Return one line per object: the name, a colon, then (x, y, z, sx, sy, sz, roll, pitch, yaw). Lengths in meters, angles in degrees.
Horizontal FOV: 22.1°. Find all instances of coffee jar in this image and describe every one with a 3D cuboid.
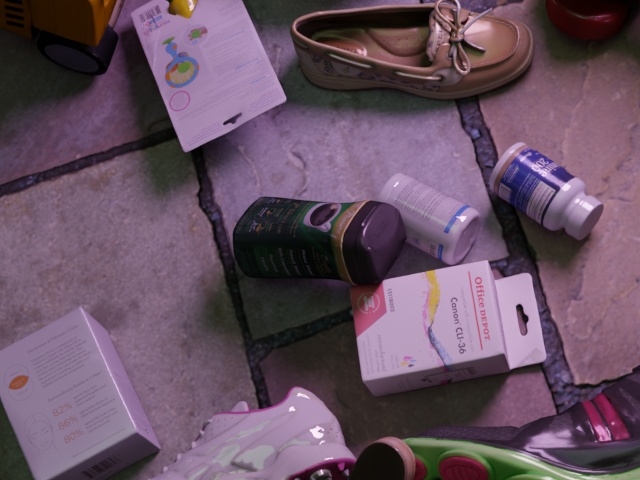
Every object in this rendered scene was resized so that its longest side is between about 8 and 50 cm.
coffee jar: (0.000, 0.000, 1.834, 0.184, 0.079, 0.096, 3, 38, 31)

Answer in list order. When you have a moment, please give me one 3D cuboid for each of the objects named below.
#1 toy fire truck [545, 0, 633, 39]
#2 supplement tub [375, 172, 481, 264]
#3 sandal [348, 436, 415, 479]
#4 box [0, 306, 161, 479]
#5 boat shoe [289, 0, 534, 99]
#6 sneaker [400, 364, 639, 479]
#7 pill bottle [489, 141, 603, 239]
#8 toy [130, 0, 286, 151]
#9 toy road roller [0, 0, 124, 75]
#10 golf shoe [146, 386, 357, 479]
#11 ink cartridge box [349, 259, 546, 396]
toy fire truck: (0.409, -0.343, 1.869, 0.302, 0.169, 0.254, 27, 59, 20)
supplement tub: (0.120, -0.025, 1.850, 0.107, 0.071, 0.071, 30, 78, 21)
sandal: (0.048, 0.305, 1.732, 0.088, 0.079, 0.240, 38, 115, 24)
box: (-0.280, 0.185, 1.851, 0.130, 0.091, 0.170, -28, 66, 2)
boat shoe: (0.107, -0.228, 1.921, 0.285, 0.089, 0.104, -3, 68, 12)
sneaker: (0.310, 0.233, 1.670, 0.483, 0.185, 0.202, -5, 26, 22)
pill bottle: (0.254, -0.053, 1.830, 0.120, 0.067, 0.067, 36, 81, 23)
toy: (-0.133, -0.217, 1.994, 0.137, 0.056, 0.237, -27, 60, 6)
toy road roller: (-0.337, -0.353, 1.951, 0.241, 0.329, 0.202, 18, 73, -4)
golf shoe: (-0.114, 0.259, 1.784, 0.306, 0.115, 0.140, -18, 55, -1)
ink cartridge box: (0.140, 0.093, 1.800, 0.198, 0.067, 0.115, -12, 66, 9)
